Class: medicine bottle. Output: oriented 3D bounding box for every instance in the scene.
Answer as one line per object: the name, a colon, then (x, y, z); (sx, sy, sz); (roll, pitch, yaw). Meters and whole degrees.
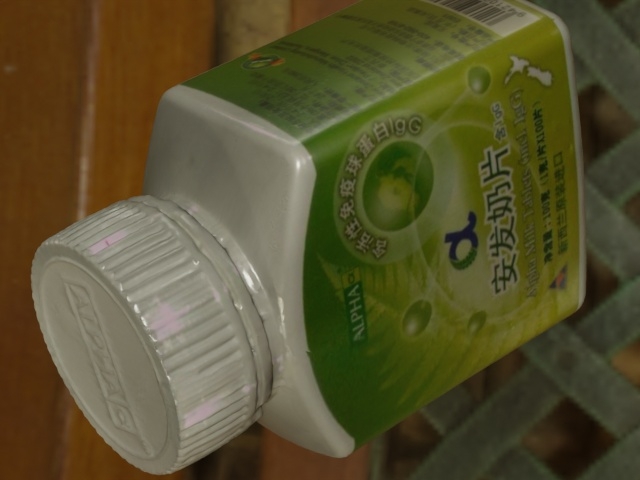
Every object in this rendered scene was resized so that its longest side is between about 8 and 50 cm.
medicine bottle: (0.000, 0.000, 0.620); (0.188, 0.088, 0.132); (-29, 128, -30)
